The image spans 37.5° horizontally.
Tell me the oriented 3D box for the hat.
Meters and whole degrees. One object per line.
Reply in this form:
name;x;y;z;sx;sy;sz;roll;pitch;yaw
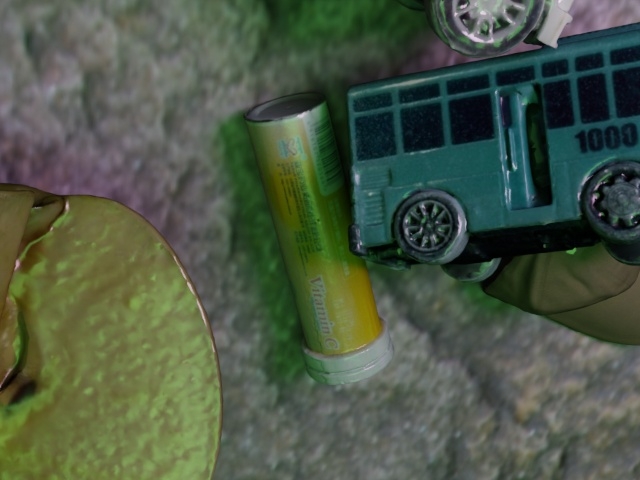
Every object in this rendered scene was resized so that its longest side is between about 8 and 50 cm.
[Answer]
hat;0.242;0.027;0.749;0.173;0.144;0.166;35;106;1

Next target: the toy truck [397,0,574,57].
toy truck;0.004;-0.274;0.538;0.387;0.173;0.207;24;108;-20

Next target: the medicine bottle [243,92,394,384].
medicine bottle;0.000;0.000;0.717;0.074;0.074;0.218;-16;113;-4

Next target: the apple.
apple;-0.225;0.088;0.617;0.295;0.233;0.258;7;93;-37

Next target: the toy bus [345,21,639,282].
toy bus;0.152;-0.056;0.625;0.256;0.128;0.147;-8;79;21
